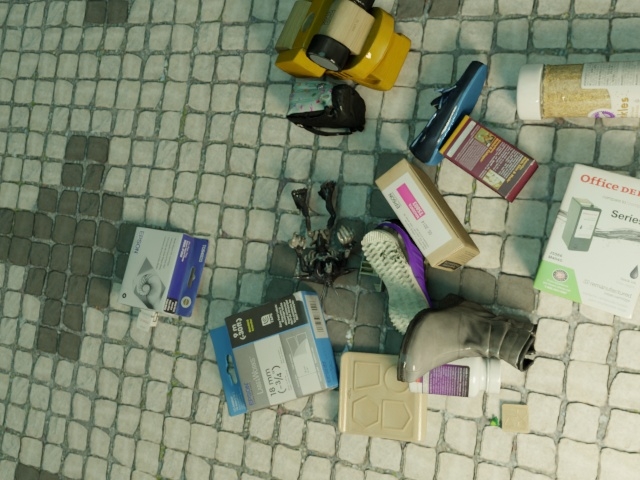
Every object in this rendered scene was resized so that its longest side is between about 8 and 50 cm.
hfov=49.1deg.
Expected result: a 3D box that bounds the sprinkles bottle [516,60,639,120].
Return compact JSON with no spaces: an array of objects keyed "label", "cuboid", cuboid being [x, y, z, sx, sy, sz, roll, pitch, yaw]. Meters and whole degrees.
[{"label":"sprinkles bottle","cuboid":[0.594,-0.312,1.451,0.355,0.121,0.121,4,87,24]}]

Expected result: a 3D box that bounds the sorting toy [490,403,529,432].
[{"label":"sorting toy","cuboid":[0.412,0.386,1.527,0.083,0.012,0.062,-1,90,21]}]

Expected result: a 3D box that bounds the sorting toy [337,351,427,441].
[{"label":"sorting toy","cuboid":[0.147,0.362,1.638,0.208,0.038,0.193,1,86,19]}]

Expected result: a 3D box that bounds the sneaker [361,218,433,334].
[{"label":"sneaker","cuboid":[0.204,0.079,1.595,0.102,0.146,0.293,-11,111,34]}]

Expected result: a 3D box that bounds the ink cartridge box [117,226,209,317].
[{"label":"ink cartridge box","cuboid":[-0.427,0.084,1.895,0.223,0.045,0.223,7,79,24]}]

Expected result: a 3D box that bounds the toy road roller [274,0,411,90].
[{"label":"toy road roller","cuboid":[0.061,-0.470,1.685,0.329,0.240,0.203,22,87,61]}]

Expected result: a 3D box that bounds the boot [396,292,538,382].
[{"label":"boot","cuboid":[0.310,0.211,1.419,0.222,0.338,0.118,18,119,28]}]

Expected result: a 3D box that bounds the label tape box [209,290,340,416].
[{"label":"label tape box","cuboid":[-0.139,0.290,1.731,0.333,0.106,0.241,-21,76,21]}]

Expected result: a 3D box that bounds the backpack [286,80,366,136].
[{"label":"backpack","cuboid":[0.007,-0.328,1.715,0.182,0.152,0.115,4,76,32]}]

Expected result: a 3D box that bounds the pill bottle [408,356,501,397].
[{"label":"pill bottle","cuboid":[0.292,0.286,1.530,0.193,0.108,0.108,3,86,12]}]

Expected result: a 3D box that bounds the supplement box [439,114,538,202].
[{"label":"supplement box","cuboid":[0.375,-0.181,1.558,0.188,0.081,0.104,40,101,22]}]

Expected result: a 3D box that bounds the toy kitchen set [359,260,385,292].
[{"label":"toy kitchen set","cuboid":[0.117,0.083,1.647,0.075,0.083,0.068,7,87,25]}]

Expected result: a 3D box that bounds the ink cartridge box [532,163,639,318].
[{"label":"ink cartridge box","cuboid":[0.577,0.000,1.432,0.198,0.114,0.273,19,93,24]}]

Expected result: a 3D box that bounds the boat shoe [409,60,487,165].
[{"label":"boat shoe","cuboid":[0.284,-0.300,1.598,0.089,0.109,0.258,35,97,26]}]

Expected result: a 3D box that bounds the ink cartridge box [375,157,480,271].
[{"label":"ink cartridge box","cuboid":[0.239,-0.051,1.546,0.088,0.193,0.235,-36,71,17]}]

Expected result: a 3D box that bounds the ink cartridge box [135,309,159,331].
[{"label":"ink cartridge box","cuboid":[-0.473,0.206,1.930,0.048,0.028,0.083,18,92,25]}]

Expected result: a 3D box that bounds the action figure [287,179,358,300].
[{"label":"action figure","cuboid":[0.000,0.000,1.673,0.164,0.141,0.276,-10,76,-3]}]
